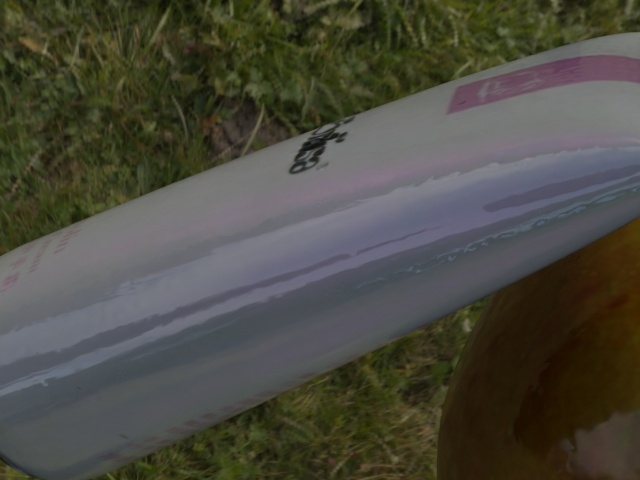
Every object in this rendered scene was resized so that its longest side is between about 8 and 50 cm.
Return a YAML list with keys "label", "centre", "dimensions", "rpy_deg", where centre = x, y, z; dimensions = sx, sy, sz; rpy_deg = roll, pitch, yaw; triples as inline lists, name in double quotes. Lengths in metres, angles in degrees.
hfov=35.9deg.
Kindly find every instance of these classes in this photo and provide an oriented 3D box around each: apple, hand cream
- label: "apple"
  centre: [0.232, 0.113, 0.550]
  dimensions: [0.339, 0.339, 0.340]
  rpy_deg: [3, 76, -10]
- label: "hand cream"
  centre: [0.000, 0.000, 0.426]
  dimensions: [0.358, 0.185, 0.118]
  rpy_deg: [-25, 103, 22]
